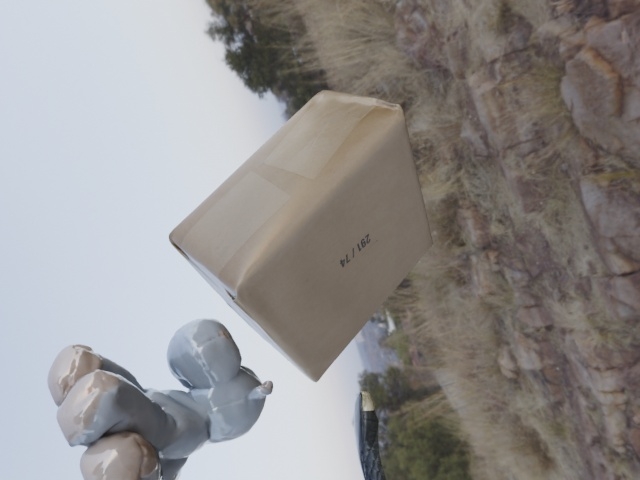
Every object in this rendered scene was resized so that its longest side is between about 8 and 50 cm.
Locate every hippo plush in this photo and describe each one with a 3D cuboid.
[{"bbox_3d":[-0.176,0.227,0.594,0.294,0.236,0.234,61,152,4],"label":"hippo plush"}]

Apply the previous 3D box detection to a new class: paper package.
[{"bbox_3d":[0.000,0.000,0.697,0.168,0.325,0.309,31,160,38],"label":"paper package"}]

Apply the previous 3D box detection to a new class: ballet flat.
[{"bbox_3d":[0.075,0.290,0.621,0.057,0.049,0.173,133,128,-83],"label":"ballet flat"}]
